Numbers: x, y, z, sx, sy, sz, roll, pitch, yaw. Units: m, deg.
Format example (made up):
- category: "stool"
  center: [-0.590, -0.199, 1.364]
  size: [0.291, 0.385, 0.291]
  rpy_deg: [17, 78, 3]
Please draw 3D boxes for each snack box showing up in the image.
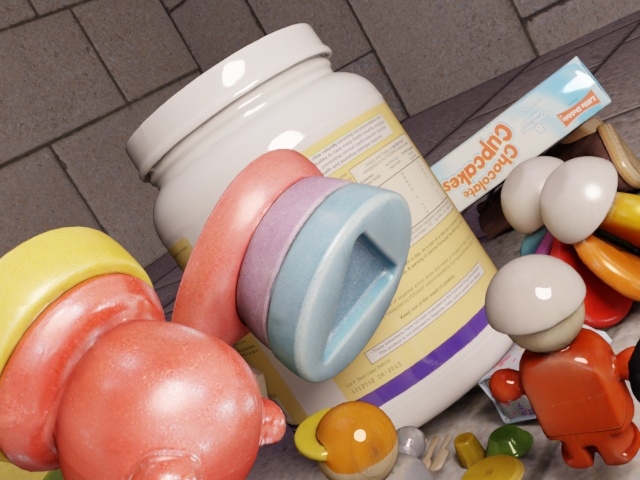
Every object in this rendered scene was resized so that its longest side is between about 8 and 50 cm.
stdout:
- category: "snack box"
  center: [0.219, -0.110, 0.920]
  size: [0.187, 0.060, 0.322]
  rpy_deg: [-38, -4, 15]

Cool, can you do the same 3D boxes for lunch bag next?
- category: "lunch bag"
  center: [0.177, 0.102, 0.629]
  size: [0.071, 0.053, 0.083]
  rpy_deg: [-36, 2, -38]

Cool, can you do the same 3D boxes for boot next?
- category: "boot"
  center: [0.301, -0.061, 1.044]
  size: [0.207, 0.090, 0.248]
  rpy_deg: [-40, 9, 17]

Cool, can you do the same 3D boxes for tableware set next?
- category: "tableware set"
  center: [0.094, 0.183, 0.568]
  size: [0.104, 0.024, 0.154]
  rpy_deg: [-20, 13, 31]

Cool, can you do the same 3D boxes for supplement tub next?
- category: "supplement tub"
  center: [0.000, 0.000, 0.745]
  size: [0.241, 0.331, 0.241]
  rpy_deg: [-34, 3, 2]

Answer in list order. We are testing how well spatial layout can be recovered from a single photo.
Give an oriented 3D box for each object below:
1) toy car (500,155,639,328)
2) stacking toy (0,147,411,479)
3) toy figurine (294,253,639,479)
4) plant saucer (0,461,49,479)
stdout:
- category: "toy car"
  center: [0.240, 0.010, 0.717]
  size: [0.136, 0.159, 0.182]
  rpy_deg: [-67, 13, 1]
- category: "stacking toy"
  center: [-0.048, 0.106, 0.489]
  size: [0.130, 0.280, 0.309]
  rpy_deg: [25, 34, 24]
- category: "toy figurine"
  center: [0.111, 0.118, 0.416]
  size: [0.209, 0.148, 0.213]
  rpy_deg: [-31, 19, -8]
- category: "plant saucer"
  center: [-0.288, 0.192, 0.497]
  size: [0.080, 0.333, 0.333]
  rpy_deg: [0, 45, 33]
